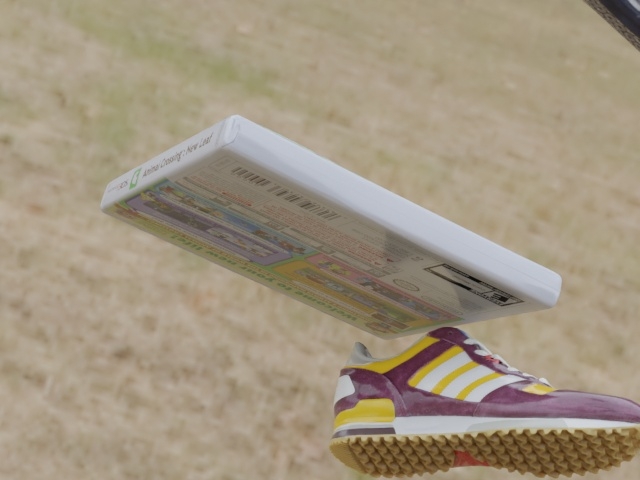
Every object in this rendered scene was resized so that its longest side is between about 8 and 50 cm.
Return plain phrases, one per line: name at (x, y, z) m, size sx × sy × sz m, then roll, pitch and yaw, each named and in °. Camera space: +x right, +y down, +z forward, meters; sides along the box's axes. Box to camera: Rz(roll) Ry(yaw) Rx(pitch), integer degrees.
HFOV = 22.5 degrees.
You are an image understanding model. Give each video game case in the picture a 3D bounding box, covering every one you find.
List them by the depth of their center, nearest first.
video game case at (0.000, 0.000, 0.924) m, size 0.212 × 0.023 × 0.193 m, roll 25°, pitch -19°, yaw -21°

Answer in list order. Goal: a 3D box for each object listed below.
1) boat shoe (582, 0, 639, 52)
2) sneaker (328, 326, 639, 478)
boat shoe at (0.169, -0.056, 0.456) m, size 0.340 × 0.127 × 0.158 m, roll 30°, pitch 28°, yaw -21°
sneaker at (0.095, 0.085, 0.912) m, size 0.185 × 0.084 × 0.069 m, roll -3°, pitch -32°, yaw 18°
